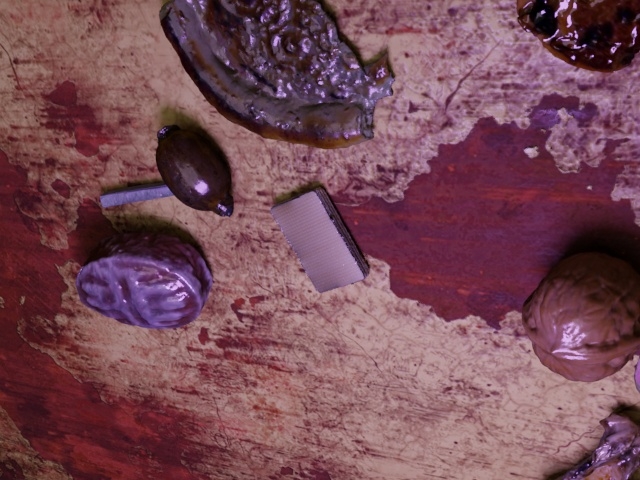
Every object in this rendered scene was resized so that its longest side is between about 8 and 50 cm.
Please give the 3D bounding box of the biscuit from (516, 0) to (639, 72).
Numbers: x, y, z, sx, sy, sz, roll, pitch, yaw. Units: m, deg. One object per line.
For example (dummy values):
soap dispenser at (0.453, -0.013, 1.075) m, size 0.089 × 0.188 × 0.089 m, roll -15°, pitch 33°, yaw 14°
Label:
biscuit at (0.406, -0.373, 0.946) m, size 0.289 × 0.081 × 0.334 m, roll 24°, pitch 132°, yaw -11°

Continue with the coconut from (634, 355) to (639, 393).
coconut at (0.600, 0.207, 1.126) m, size 0.204 × 0.236 × 0.236 m, roll -43°, pitch 96°, yaw -2°

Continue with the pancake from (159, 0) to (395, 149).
pancake at (-0.080, -0.307, 1.263) m, size 0.427 × 0.067 × 0.305 m, roll 47°, pitch 125°, yaw -3°

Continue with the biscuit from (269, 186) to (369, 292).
biscuit at (0.000, 0.000, 1.419) m, size 0.121 × 0.040 × 0.199 m, roll -19°, pitch 107°, yaw 36°

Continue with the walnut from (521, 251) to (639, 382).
walnut at (0.419, 0.121, 1.177) m, size 0.213 × 0.213 × 0.213 m, roll 12°, pitch 123°, yaw 20°

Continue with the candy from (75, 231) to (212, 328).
candy at (-0.370, 0.083, 1.579) m, size 0.289 × 0.157 × 0.214 m, roll 0°, pitch 132°, yaw 19°

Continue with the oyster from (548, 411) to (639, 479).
oyster at (0.502, 0.456, 1.382) m, size 0.197 × 0.133 × 0.337 m, roll 20°, pitch 123°, yaw 17°

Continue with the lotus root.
lotus root at (-0.239, -0.126, 1.419) m, size 0.120 × 0.120 × 0.209 m, roll -31°, pitch 101°, yaw 36°

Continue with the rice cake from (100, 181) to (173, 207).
rice cake at (-0.378, -0.098, 1.552) m, size 0.207 × 0.033 × 0.033 m, roll -6°, pitch 113°, yaw 29°
